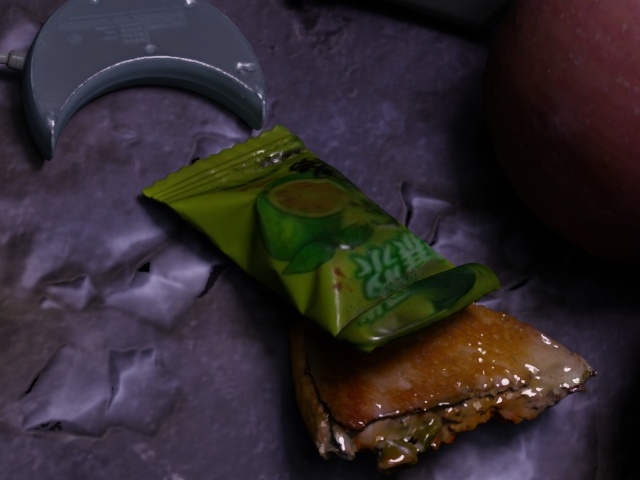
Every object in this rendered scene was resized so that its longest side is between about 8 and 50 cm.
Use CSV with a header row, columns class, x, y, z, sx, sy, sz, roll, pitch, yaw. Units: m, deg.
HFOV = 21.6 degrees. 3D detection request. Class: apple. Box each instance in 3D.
class,x,y,z,sx,sy,sz,roll,pitch,yaw
apple,0.261,-0.135,1.289,0.235,0.306,0.305,39,60,22

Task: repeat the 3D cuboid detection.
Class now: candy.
class,x,y,z,sx,sy,sz,roll,pitch,yaw
candy,0.000,0.000,1.244,0.149,0.069,0.246,-25,53,-39

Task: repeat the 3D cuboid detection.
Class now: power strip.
class,x,y,z,sx,sy,sz,roll,pitch,yaw
power strip,-0.153,-0.132,1.288,0.216,0.044,0.137,-8,69,-21

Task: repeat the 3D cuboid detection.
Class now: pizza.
class,x,y,z,sx,sy,sz,roll,pitch,yaw
pizza,0.077,0.099,1.247,0.226,0.069,0.147,-14,48,-28

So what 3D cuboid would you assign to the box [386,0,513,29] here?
class,x,y,z,sx,sy,sz,roll,pitch,yaw
box,0.105,-0.331,1.399,0.182,0.175,0.312,19,62,-19
